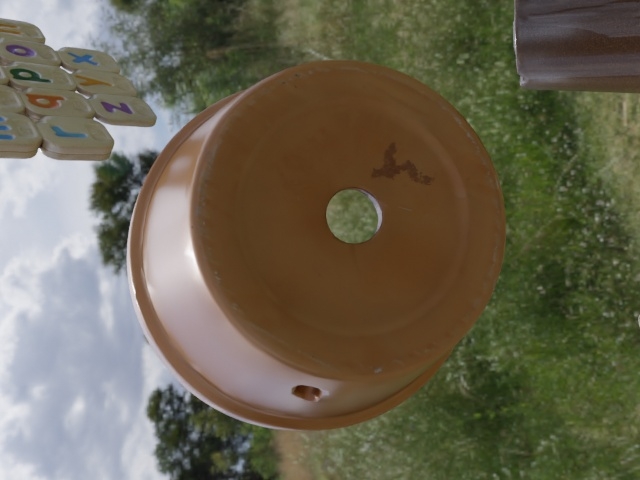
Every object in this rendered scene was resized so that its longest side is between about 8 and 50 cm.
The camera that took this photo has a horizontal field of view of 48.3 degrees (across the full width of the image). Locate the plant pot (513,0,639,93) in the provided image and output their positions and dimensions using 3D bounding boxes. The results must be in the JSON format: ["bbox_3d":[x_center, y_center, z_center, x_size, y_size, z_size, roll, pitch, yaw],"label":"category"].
[{"bbox_3d":[0.266,-0.205,0.647,0.167,0.165,0.167,2,-90,-68],"label":"plant pot"}]

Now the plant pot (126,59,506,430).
[{"bbox_3d":[0.000,0.000,0.525,0.203,0.290,0.291,139,125,-76],"label":"plant pot"}]

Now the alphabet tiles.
[{"bbox_3d":[-0.324,-0.165,0.735,0.284,0.277,0.021,50,128,36],"label":"alphabet tiles"}]

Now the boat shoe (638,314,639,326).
[{"bbox_3d":[0.310,0.110,0.581,0.153,0.048,0.056,-92,24,-58],"label":"boat shoe"}]
